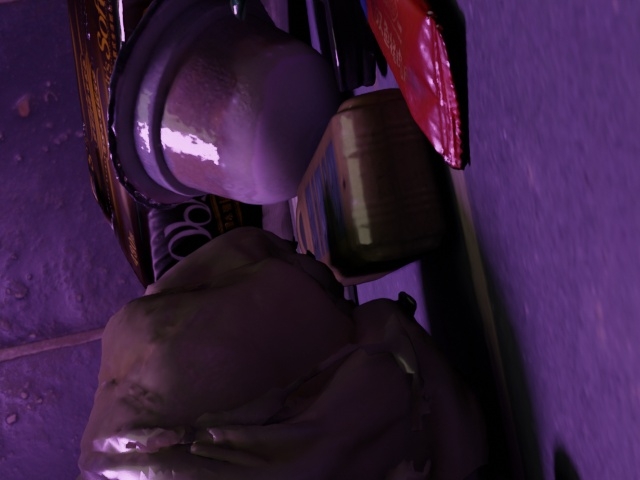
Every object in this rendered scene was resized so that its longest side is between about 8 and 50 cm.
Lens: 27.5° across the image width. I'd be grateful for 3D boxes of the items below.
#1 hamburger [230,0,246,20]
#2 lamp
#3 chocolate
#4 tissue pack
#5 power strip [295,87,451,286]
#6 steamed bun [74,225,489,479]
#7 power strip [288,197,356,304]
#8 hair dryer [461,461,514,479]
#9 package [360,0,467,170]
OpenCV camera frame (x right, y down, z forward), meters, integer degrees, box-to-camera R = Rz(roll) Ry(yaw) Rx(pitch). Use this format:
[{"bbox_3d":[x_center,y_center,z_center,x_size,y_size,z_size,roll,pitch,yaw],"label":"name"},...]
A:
[{"bbox_3d":[-0.019,-0.204,0.484,0.214,0.125,0.235,-89,-8,-82],"label":"hamburger"},{"bbox_3d":[-0.047,-0.200,0.936,0.371,0.108,0.130,-106,9,-46],"label":"lamp"},{"bbox_3d":[-0.054,-0.110,1.044,0.221,0.147,0.221,-33,-50,-50],"label":"chocolate"},{"bbox_3d":[-0.130,-0.160,1.294,0.210,0.198,0.370,-124,26,-47],"label":"tissue pack"},{"bbox_3d":[0.022,-0.020,0.858,0.387,0.066,0.092,121,139,-84],"label":"power strip"},{"bbox_3d":[-0.036,0.153,0.738,0.268,0.207,0.280,42,151,42],"label":"steamed bun"},{"bbox_3d":[0.000,0.000,1.301,0.078,0.052,0.272,-107,8,-53],"label":"power strip"},{"bbox_3d":[0.076,0.302,0.584,0.359,0.303,0.120,47,-166,3],"label":"hair dryer"},{"bbox_3d":[0.036,-0.124,0.653,0.200,0.022,0.083,-109,8,-47],"label":"package"}]
